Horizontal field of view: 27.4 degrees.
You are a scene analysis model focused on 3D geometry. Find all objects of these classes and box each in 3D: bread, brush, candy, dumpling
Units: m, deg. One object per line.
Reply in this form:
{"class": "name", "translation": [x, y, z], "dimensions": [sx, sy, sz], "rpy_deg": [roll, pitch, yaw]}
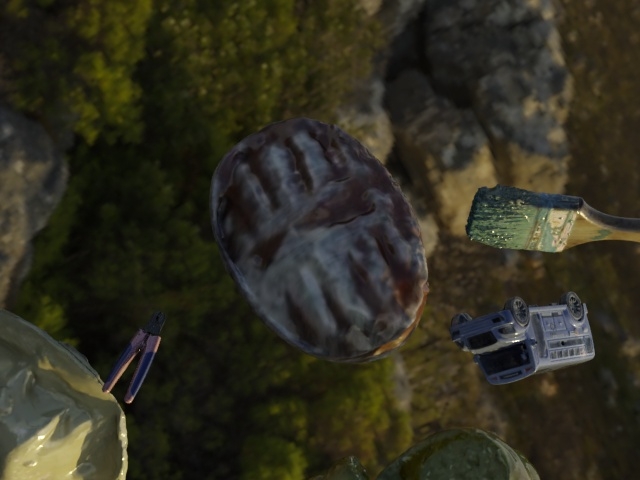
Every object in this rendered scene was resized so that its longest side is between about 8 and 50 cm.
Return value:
{"class": "bread", "translation": [0.079, 0.328, 1.401], "dimensions": [0.333, 0.333, 0.160], "rpy_deg": [33, 19, -42]}
{"class": "brush", "translation": [0.204, -0.011, 0.944], "dimensions": [0.070, 0.196, 0.021], "rpy_deg": [97, -3, -58]}
{"class": "candy", "translation": [0.000, 0.000, 1.444], "dimensions": [0.289, 0.214, 0.157], "rpy_deg": [57, 0, 8]}
{"class": "dumpling", "translation": [-0.422, 0.234, 1.949], "dimensions": [0.395, 0.315, 0.233], "rpy_deg": [49, 38, -2]}

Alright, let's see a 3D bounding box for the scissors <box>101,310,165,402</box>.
{"class": "scissors", "translation": [-0.205, 0.128, 1.476], "dimensions": [0.012, 0.039, 0.113], "rpy_deg": [91, 22, -64]}

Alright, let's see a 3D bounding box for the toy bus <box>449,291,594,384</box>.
{"class": "toy bus", "translation": [0.198, 0.095, 1.264], "dimensions": [0.167, 0.073, 0.076], "rpy_deg": [-1, 74, -51]}
